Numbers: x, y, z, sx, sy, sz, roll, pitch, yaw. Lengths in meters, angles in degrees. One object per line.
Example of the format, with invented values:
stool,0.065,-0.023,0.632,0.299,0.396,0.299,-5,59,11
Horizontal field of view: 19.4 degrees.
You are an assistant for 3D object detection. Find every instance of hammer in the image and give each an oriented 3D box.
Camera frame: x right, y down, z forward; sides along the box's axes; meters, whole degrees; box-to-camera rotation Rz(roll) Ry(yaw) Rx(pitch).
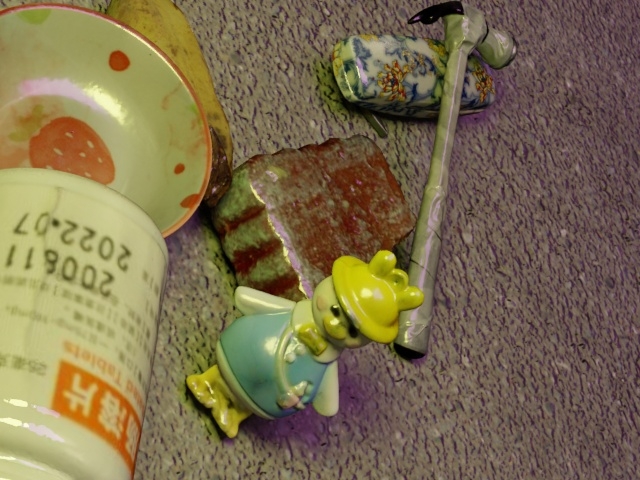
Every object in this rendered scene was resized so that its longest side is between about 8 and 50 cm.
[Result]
hammer,0.106,-0.178,2.207,0.199,0.013,0.062,-34,93,-50
hammer,0.139,-0.070,2.081,0.152,0.044,0.427,25,65,-41

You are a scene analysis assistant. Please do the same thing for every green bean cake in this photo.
green bean cake,0.000,0.000,1.923,0.232,0.097,0.198,-21,82,-50

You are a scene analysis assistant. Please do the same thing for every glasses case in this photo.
glasses case,0.111,-0.189,2.155,0.248,0.065,0.087,-1,75,-48

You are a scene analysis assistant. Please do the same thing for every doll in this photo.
doll,-0.012,0.091,1.758,0.099,0.241,0.135,16,44,-60

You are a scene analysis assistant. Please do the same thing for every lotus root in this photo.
lotus root,-0.153,-0.139,1.851,0.110,0.097,0.258,7,56,-43

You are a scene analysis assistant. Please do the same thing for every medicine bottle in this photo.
medicine bottle,-0.246,0.143,1.492,0.211,0.211,0.371,31,47,-30

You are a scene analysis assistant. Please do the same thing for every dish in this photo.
dish,-0.235,-0.088,1.716,0.260,0.085,0.260,14,57,-22
